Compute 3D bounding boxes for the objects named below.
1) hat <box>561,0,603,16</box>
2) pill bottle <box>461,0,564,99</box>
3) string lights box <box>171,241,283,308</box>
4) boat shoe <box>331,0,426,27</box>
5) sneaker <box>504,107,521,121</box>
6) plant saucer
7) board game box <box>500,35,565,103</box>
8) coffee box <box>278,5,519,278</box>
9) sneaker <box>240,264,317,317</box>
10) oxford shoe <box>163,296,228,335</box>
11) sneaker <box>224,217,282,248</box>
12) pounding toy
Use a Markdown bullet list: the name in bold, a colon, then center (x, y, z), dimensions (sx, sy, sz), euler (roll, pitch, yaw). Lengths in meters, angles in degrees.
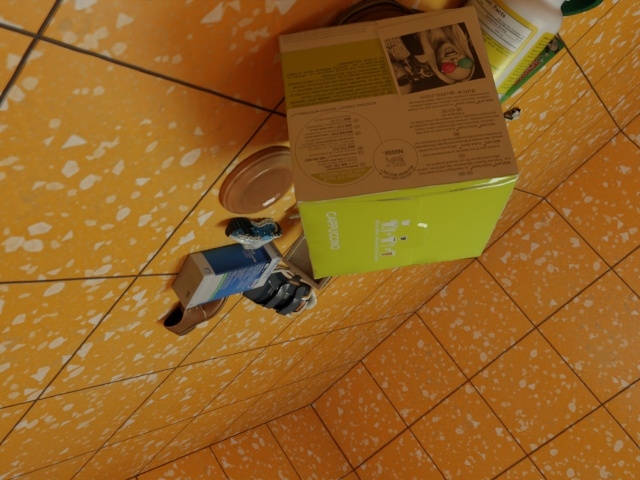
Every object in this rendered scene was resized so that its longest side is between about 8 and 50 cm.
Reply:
- **hat**: center (0.569, -0.635, 1.402), dimensions (0.208, 0.184, 0.173), euler (0, 178, 40)
- **pill bottle**: center (0.375, -0.436, 1.281), dimensions (0.188, 0.188, 0.334), euler (-13, 149, -47)
- **string lights box**: center (-0.233, 0.079, 1.562), dimensions (0.259, 0.077, 0.133), euler (-14, 150, -46)
- **boat shoe**: center (0.152, -0.380, 1.160), dimensions (0.307, 0.104, 0.111), euler (-17, 153, -40)
- **sneaker**: center (0.612, -0.405, 1.959), dimensions (0.083, 0.032, 0.037), euler (-25, 143, -41)
- **plant saucer**: center (-0.128, -0.124, 1.356), dimensions (0.200, 0.037, 0.200), euler (-32, 159, -13)
- **board game box**: center (0.467, -0.379, 1.583), dimensions (0.213, 0.046, 0.317), euler (-43, 178, -14)
- **coffee box**: center (0.119, -0.154, 1.103), dimensions (0.338, 0.334, 0.337), euler (-7, 157, 1)
- **sneaker**: center (-0.113, 0.156, 1.853), dimensions (0.126, 0.127, 0.321), euler (-44, 157, 23)
- **oxford shoe**: center (-0.328, 0.178, 1.632), dimensions (0.212, 0.076, 0.076), euler (-40, 148, 7)
- **sneaker**: center (-0.174, -0.006, 1.493), dimensions (0.083, 0.071, 0.190), euler (-40, 160, 25)
- **pounding toy**: center (-0.004, -0.010, 1.599), dimensions (0.206, 0.181, 0.094), euler (-53, 173, 13)
